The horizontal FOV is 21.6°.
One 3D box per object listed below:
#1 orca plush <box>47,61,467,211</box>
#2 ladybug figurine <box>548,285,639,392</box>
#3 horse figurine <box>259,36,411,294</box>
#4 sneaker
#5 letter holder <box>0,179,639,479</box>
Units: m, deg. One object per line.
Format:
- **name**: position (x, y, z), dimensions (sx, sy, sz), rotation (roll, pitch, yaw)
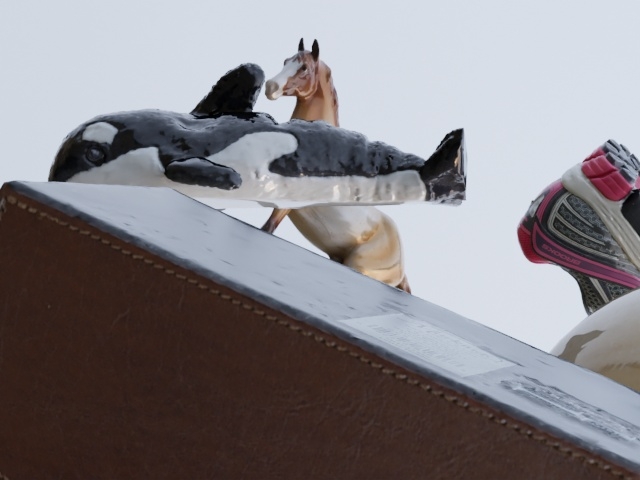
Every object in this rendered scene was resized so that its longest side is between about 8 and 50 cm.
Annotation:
- **orca plush**: position (-0.042, -0.077, 1.157), dimensions (0.151, 0.287, 0.102), rotation (18, 72, -75)
- **ladybug figurine**: position (0.238, 0.223, 0.908), dimensions (0.162, 0.305, 0.449), rotation (107, -20, -70)
- **horse figurine**: position (0.000, 0.000, 1.294), dimensions (0.263, 0.174, 0.066), rotation (53, -30, -18)
- **sneaker**: position (0.284, 0.047, 1.398), dimensions (0.299, 0.112, 0.121), rotation (46, 19, -21)
- **letter holder**: position (-0.015, 0.126, 0.747), dimensions (0.302, 0.152, 0.214), rotation (24, -81, 21)
